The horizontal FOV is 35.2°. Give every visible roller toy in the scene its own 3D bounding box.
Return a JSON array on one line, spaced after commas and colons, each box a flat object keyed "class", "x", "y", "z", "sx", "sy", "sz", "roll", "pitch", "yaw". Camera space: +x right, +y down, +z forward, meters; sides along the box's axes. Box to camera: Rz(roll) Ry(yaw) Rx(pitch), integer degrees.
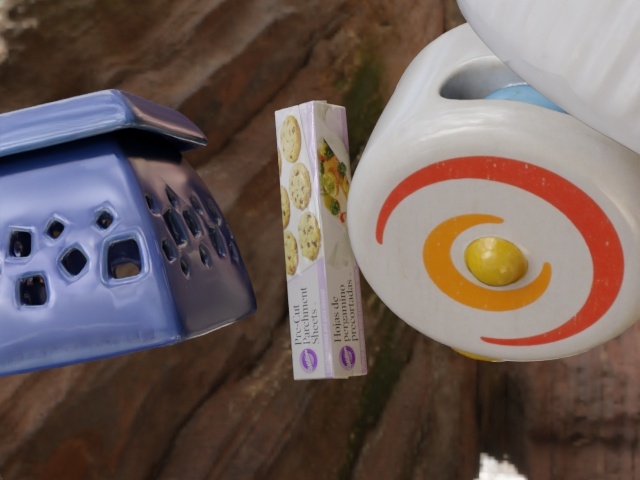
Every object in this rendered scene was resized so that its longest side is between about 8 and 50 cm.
[{"class": "roller toy", "x": 0.116, "y": -0.025, "z": 0.620, "sx": 0.191, "sy": 0.209, "sz": 0.146, "roll": 43, "pitch": -137, "yaw": -16}]

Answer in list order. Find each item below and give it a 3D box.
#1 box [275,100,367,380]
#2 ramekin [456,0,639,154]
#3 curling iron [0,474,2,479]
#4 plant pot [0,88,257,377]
[{"class": "box", "x": 0.000, "y": 0.000, "z": 1.186, "sx": 0.063, "sy": 0.067, "sz": 0.324, "roll": 3, "pitch": -98, "yaw": -48}, {"class": "ramekin", "x": 0.148, "y": -0.108, "z": 0.382, "sx": 0.207, "sy": 0.207, "sz": 0.109, "roll": -73, "pitch": 8, "yaw": -57}, {"class": "curling iron", "x": -0.439, "y": 0.193, "z": 1.244, "sx": 0.035, "sy": 0.068, "sz": 0.274, "roll": -12, "pitch": -83, "yaw": -71}, {"class": "plant pot", "x": -0.208, "y": -0.005, "z": 0.884, "sx": 0.236, "sy": 0.236, "sz": 0.212, "roll": -5, "pitch": -96, "yaw": -79}]
